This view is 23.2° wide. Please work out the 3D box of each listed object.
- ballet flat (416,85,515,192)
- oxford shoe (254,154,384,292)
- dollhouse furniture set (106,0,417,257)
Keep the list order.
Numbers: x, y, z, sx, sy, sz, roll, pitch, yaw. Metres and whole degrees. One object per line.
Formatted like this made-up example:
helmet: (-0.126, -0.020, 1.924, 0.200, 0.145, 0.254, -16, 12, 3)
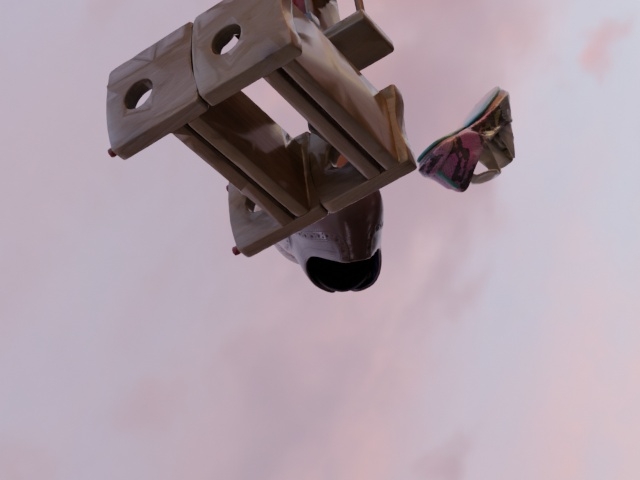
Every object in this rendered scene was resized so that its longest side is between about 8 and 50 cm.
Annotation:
ballet flat: (0.179, -0.106, 1.771, 0.079, 0.077, 0.221, 46, -146, 1)
oxford shoe: (0.000, 0.000, 1.693, 0.364, 0.129, 0.133, 105, 155, -79)
dollhouse furniture set: (-0.041, -0.113, 0.934, 0.129, 0.129, 0.184, 41, -150, -42)
